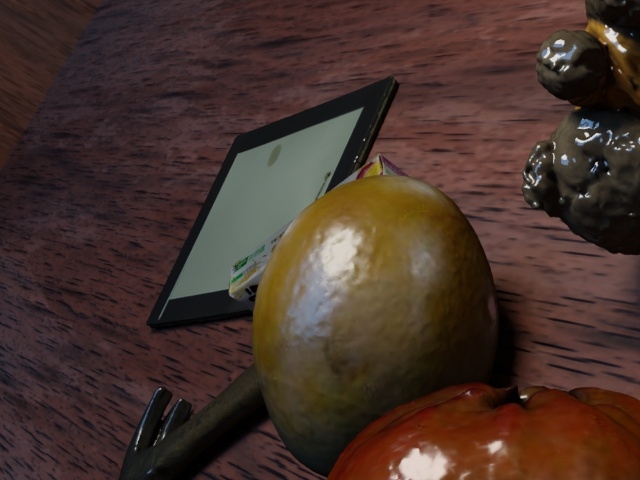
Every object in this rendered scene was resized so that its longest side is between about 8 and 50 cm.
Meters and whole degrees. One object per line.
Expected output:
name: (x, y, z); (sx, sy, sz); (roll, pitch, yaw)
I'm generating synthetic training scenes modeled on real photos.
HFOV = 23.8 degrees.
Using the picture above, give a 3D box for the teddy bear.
teddy bear: (0.210, -0.084, 0.957); (0.140, 0.177, 0.190); (-128, 60, -78)

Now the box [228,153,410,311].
box: (0.000, 0.000, 1.388); (0.207, 0.050, 0.041); (-37, 32, 30)

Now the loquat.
loquat: (0.038, 0.063, 1.087); (0.179, 0.179, 0.227); (-29, 41, 49)

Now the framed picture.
framed picture: (-0.060, -0.031, 1.615); (0.347, 0.016, 0.265); (-15, 47, 59)

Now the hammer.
hammer: (-0.047, 0.127, 1.353); (0.440, 0.044, 0.168); (-40, 30, 34)

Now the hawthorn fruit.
hawthorn fruit: (0.095, 0.201, 0.778); (0.224, 0.224, 0.261); (-7, 74, 61)
